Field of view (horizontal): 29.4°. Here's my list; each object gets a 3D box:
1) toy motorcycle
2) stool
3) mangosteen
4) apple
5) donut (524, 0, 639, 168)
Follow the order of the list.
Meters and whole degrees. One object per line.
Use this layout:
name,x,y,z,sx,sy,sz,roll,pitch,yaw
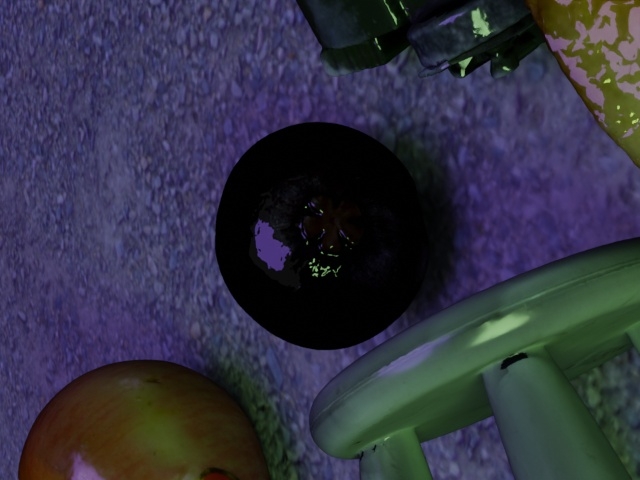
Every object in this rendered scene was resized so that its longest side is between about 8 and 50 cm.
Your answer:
toy motorcycle,0.027,-0.179,0.677,0.205,0.127,0.275,59,153,-13
stool,0.117,0.125,0.542,0.195,0.195,0.198,-40,68,47
mangosteen,0.000,0.000,0.747,0.151,0.137,0.137,98,161,-81
apple,-0.131,0.190,0.899,0.209,0.164,0.209,15,109,51
donut,0.156,-0.103,0.487,0.101,0.152,0.259,-36,66,47
